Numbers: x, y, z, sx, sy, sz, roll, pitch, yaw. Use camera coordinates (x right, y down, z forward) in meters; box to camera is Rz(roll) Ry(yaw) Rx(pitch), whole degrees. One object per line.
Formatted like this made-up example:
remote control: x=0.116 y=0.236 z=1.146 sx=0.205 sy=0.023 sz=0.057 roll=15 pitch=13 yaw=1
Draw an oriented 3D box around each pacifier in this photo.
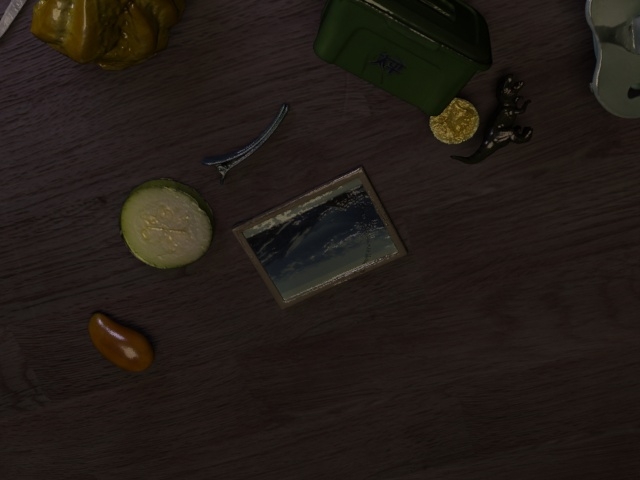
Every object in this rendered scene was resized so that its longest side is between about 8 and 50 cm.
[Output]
pacifier: x=0.656 y=-0.391 z=1.616 sx=0.288 sy=0.269 sz=0.343 roll=-25 pitch=121 yaw=-14

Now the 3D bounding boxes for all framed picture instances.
framed picture: x=0.000 y=0.000 z=1.957 sx=0.335 sy=0.022 sz=0.247 roll=-24 pitch=115 yaw=12

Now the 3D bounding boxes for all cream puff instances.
cream puff: x=-0.389 y=-0.448 z=1.587 sx=0.274 sy=0.270 sz=0.323 roll=6 pitch=123 yaw=-13

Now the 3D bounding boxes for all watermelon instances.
watermelon: x=0.282 y=-0.259 z=1.794 sx=0.105 sy=0.062 sz=0.105 roll=5 pitch=120 yaw=8

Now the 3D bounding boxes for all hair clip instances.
hair clip: x=-0.150 y=-0.213 z=1.844 sx=0.229 sy=0.039 sz=0.070 roll=-36 pitch=112 yaw=13

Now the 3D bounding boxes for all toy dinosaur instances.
toy dinosaur: x=0.347 y=-0.252 z=1.774 sx=0.179 sy=0.087 sz=0.187 roll=1 pitch=98 yaw=-12

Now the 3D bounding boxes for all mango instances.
mango: x=-0.486 y=0.251 z=2.060 sx=0.184 sy=0.085 sz=0.102 roll=35 pitch=112 yaw=-10

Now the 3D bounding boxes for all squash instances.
squash: x=-0.351 y=-0.036 z=1.937 sx=0.219 sy=0.041 sz=0.219 roll=3 pitch=118 yaw=5

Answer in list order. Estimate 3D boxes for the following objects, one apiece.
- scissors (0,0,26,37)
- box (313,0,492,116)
scissors: x=-0.578 y=-0.512 z=1.695 sx=0.109 sy=0.022 sz=0.300 roll=34 pitch=112 yaw=-15
box: x=0.148 y=-0.399 z=1.632 sx=0.329 sy=0.253 sz=0.178 roll=27 pitch=128 yaw=-12
